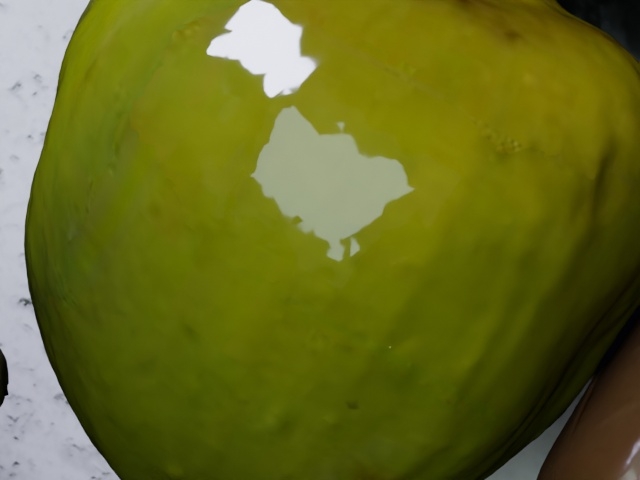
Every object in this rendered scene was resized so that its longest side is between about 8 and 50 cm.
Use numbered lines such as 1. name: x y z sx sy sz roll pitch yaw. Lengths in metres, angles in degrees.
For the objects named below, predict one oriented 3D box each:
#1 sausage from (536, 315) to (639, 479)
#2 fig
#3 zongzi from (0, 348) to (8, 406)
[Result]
1. sausage: 0.233 0.047 0.980 0.121 0.121 0.304 33 75 14
2. fig: 0.002 -0.001 0.960 0.343 0.343 0.343 -1 84 13
3. zongzi: -0.377 0.141 1.059 0.356 0.174 0.393 34 96 48
